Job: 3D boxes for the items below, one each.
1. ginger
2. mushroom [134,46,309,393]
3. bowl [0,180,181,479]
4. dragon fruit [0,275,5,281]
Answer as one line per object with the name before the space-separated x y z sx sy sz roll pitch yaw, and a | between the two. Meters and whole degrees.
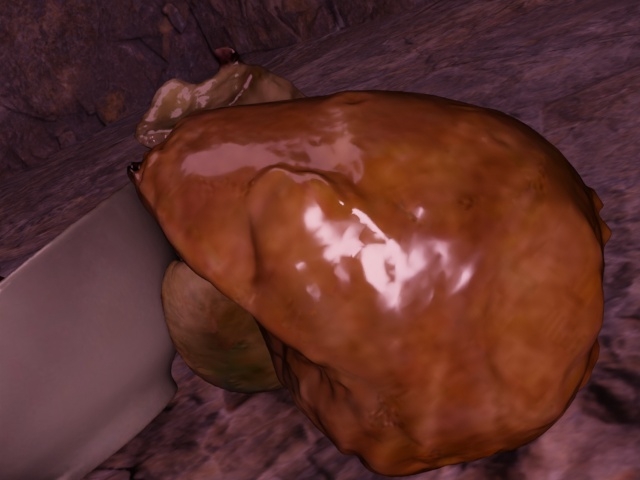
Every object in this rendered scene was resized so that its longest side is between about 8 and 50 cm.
ginger | 0.047 0.005 0.796 0.223 0.269 0.200 -36 5 -2
mushroom | 0.009 0.003 0.990 0.217 0.292 0.212 2 57 17
bowl | -0.200 0.097 1.026 0.289 0.146 0.289 -40 5 5
dragon fruit | -0.357 0.145 1.297 0.286 0.228 0.329 7 -12 -10
